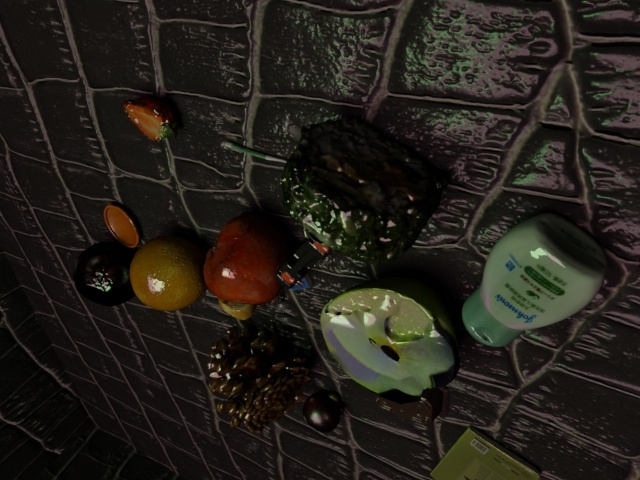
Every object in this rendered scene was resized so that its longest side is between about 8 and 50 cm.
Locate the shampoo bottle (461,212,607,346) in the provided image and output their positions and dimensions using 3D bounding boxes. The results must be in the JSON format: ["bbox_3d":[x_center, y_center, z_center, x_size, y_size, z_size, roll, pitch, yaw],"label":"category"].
[{"bbox_3d":[0.450,0.112,1.141,0.221,0.151,0.350,36,136,7],"label":"shampoo bottle"}]

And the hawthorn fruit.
[{"bbox_3d":[-0.191,0.076,1.528,0.307,0.276,0.276,28,135,-2],"label":"hawthorn fruit"}]

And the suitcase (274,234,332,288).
[{"bbox_3d":[0.000,0.000,1.353,0.066,0.206,0.285,42,137,-3],"label":"suitcase"}]

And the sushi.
[{"bbox_3d":[0.080,-0.111,1.156,0.351,0.294,0.178,33,139,11],"label":"sushi"}]

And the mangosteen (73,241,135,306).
[{"bbox_3d":[-0.868,0.144,2.082,0.287,0.233,0.288,7,146,5],"label":"mangosteen"}]

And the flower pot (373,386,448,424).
[{"bbox_3d":[0.267,0.488,1.593,0.250,0.084,0.179,14,127,29],"label":"flower pot"}]

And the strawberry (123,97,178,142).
[{"bbox_3d":[-0.504,-0.376,1.544,0.192,0.085,0.141,8,133,39],"label":"strawberry"}]

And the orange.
[{"bbox_3d":[-0.528,0.114,1.787,0.274,0.274,0.275,19,130,25],"label":"orange"}]

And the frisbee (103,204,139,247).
[{"bbox_3d":[-0.780,-0.060,2.009,0.191,0.035,0.192,19,130,25],"label":"frisbee"}]

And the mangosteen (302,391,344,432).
[{"bbox_3d":[0.013,0.618,1.847,0.152,0.152,0.153,19,130,25],"label":"mangosteen"}]

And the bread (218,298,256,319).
[{"bbox_3d":[-0.287,0.198,1.770,0.149,0.122,0.073,26,144,24],"label":"bread"}]

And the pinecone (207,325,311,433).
[{"bbox_3d":[-0.241,0.454,1.796,0.384,0.384,0.385,19,130,25],"label":"pinecone"}]

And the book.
[{"bbox_3d":[0.516,0.750,1.632,0.239,0.035,0.352,32,135,17],"label":"book"}]

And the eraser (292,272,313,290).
[{"bbox_3d":[-0.072,0.124,1.622,0.084,0.027,0.063,-15,112,42],"label":"eraser"}]

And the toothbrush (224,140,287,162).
[{"bbox_3d":[-0.169,-0.242,1.440,0.256,0.018,0.024,22,137,22],"label":"toothbrush"}]

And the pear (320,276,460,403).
[{"bbox_3d":[0.210,0.244,1.401,0.398,0.165,0.399,19,130,25],"label":"pear"}]

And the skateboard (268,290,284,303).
[{"bbox_3d":[-0.171,0.152,1.702,0.080,0.067,0.152,4,128,23],"label":"skateboard"}]
